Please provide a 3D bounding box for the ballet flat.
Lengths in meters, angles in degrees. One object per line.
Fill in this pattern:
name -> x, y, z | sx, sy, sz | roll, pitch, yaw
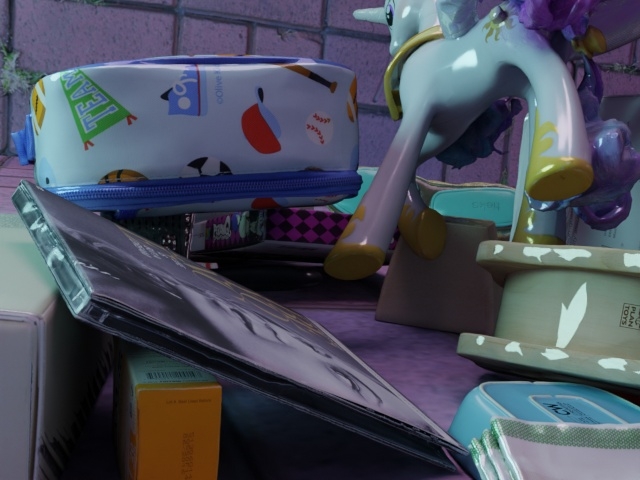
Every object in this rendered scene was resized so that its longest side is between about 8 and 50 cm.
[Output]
ballet flat -> 0.176, -0.050, 1.384 | 0.348, 0.123, 0.123 | 6, 8, 11

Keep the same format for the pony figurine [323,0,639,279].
pony figurine -> 0.153, -0.162, 0.663 | 0.351, 0.364, 0.302 | -24, -41, 39

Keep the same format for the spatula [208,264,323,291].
spatula -> -0.143, 0.021, 0.689 | 0.296, 0.030, 0.084 | 6, 6, 11

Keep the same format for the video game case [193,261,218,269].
video game case -> -0.231, 0.039, 0.713 | 0.285, 0.025, 0.204 | 4, 8, -9

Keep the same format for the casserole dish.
casserole dish -> 0.137, 0.109, 0.407 | 0.114, 0.037, 0.188 | 4, 7, -14

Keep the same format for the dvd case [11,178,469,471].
dvd case -> -0.043, 0.043, 0.422 | 0.221, 0.018, 0.164 | 30, 2, -34

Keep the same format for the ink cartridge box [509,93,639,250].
ink cartridge box -> 0.313, -0.023, 0.791 | 0.129, 0.223, 0.307 | 4, 8, -12

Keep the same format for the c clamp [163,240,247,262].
c clamp -> -0.172, 0.007, 0.991 | 0.160, 0.022, 0.137 | 2, 9, -27

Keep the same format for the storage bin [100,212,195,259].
storage bin -> -0.175, -0.064, 0.866 | 0.084, 0.180, 0.122 | 5, -35, -5

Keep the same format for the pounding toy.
pounding toy -> 0.224, 0.029, 0.510 | 0.269, 0.155, 0.154 | 4, -14, 46

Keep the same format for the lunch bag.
lunch bag -> -0.114, -0.074, 0.640 | 0.243, 0.115, 0.303 | -7, 5, -18

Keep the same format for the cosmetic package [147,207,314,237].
cosmetic package -> -0.130, -0.059, 1.038 | 0.238, 0.107, 0.127 | -1, -4, 44

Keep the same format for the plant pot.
plant pot -> 0.120, 0.027, 0.772 | 0.109, 0.096, 0.109 | 8, 7, 17

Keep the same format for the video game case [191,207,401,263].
video game case -> 0.000, 0.000, 0.897 | 0.232, 0.042, 0.210 | 5, -7, -27

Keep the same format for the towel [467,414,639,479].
towel -> 0.126, 0.112, 0.273 | 0.113, 0.023, 0.152 | 2, 25, -12

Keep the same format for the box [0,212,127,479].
box -> -0.173, 0.048, 0.430 | 0.113, 0.094, 0.275 | 4, 8, -6

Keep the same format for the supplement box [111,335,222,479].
supplement box -> -0.074, 0.080, 0.373 | 0.036, 0.062, 0.098 | 1, 8, -19
